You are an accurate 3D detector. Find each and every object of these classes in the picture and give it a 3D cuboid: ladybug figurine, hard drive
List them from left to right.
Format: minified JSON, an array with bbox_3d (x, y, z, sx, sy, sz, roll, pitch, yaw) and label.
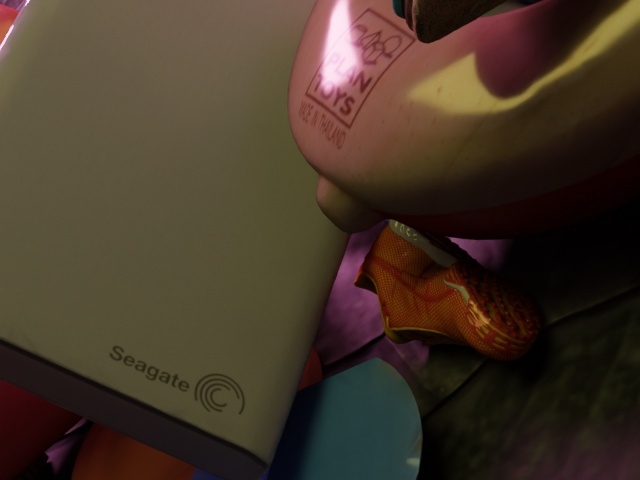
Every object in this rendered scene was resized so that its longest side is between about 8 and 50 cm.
[{"bbox_3d":[-0.086,-0.057,0.919,0.047,0.233,0.353,-53,14,54],"label":"hard drive"},{"bbox_3d":[0.174,-0.158,0.879,0.449,0.162,0.305,-43,38,-2],"label":"ladybug figurine"}]

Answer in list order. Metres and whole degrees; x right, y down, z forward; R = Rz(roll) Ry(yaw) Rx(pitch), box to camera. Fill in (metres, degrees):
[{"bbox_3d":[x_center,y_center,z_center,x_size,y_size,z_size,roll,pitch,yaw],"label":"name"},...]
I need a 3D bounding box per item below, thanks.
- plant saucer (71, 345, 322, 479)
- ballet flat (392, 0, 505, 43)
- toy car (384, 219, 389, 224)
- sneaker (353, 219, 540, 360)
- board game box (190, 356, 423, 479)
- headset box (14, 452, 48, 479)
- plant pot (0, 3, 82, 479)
[{"bbox_3d":[-0.088,0.123,0.978,0.200,0.037,0.200,-31,29,20],"label":"plant saucer"},{"bbox_3d":[0.140,-0.237,0.775,0.123,0.123,0.348,-10,48,46],"label":"ballet flat"},{"bbox_3d":[0.000,0.000,1.023,0.122,0.060,0.040,-41,59,17],"label":"toy car"},{"bbox_3d":[0.072,0.039,0.883,0.067,0.064,0.175,-62,22,6],"label":"sneaker"},{"bbox_3d":[-0.005,0.144,0.846,0.168,0.033,0.133,-26,41,28],"label":"board game box"},{"bbox_3d":[-0.235,0.176,1.098,0.062,0.032,0.083,-17,38,40],"label":"headset box"},{"bbox_3d":[-0.222,0.017,1.045,0.275,0.275,0.243,5,53,55],"label":"plant pot"}]
